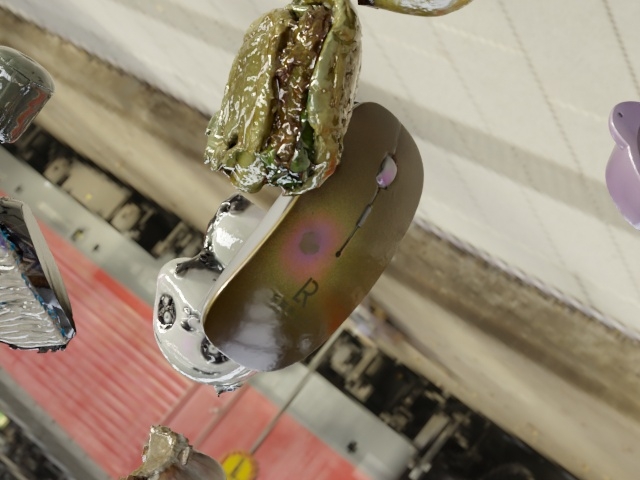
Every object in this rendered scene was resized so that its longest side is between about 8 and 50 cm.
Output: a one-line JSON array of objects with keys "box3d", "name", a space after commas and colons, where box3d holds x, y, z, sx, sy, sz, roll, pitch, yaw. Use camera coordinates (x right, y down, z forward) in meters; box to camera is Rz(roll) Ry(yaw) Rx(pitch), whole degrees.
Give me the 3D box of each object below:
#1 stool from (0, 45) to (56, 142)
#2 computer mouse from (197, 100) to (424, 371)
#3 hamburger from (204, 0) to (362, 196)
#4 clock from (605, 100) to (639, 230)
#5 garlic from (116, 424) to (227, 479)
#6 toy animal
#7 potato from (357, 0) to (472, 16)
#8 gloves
[{"box3d": [-0.394, -0.182, 1.409, 0.096, 0.110, 0.096, 36, -177, -2], "name": "stool"}, {"box3d": [0.000, 0.000, 1.178, 0.072, 0.310, 0.158, 29, 170, 48], "name": "computer mouse"}, {"box3d": [-0.017, -0.128, 1.022, 0.129, 0.183, 0.206, 14, 175, -19], "name": "hamburger"}, {"box3d": [0.304, -0.075, 0.953, 0.110, 0.152, 0.050, 58, 152, 16], "name": "clock"}, {"box3d": [-0.251, 0.436, 1.843, 0.160, 0.214, 0.191, 4, 123, 19], "name": "garlic"}, {"box3d": [-0.145, 0.101, 1.922, 0.251, 0.310, 0.251, 37, 177, 2], "name": "toy animal"}, {"box3d": [0.096, -0.219, 0.936, 0.103, 0.096, 0.066, 24, 163, 19], "name": "potato"}, {"box3d": [-0.394, 0.040, 1.033, 0.312, 0.135, 0.210, -5, 157, 11], "name": "gloves"}]
